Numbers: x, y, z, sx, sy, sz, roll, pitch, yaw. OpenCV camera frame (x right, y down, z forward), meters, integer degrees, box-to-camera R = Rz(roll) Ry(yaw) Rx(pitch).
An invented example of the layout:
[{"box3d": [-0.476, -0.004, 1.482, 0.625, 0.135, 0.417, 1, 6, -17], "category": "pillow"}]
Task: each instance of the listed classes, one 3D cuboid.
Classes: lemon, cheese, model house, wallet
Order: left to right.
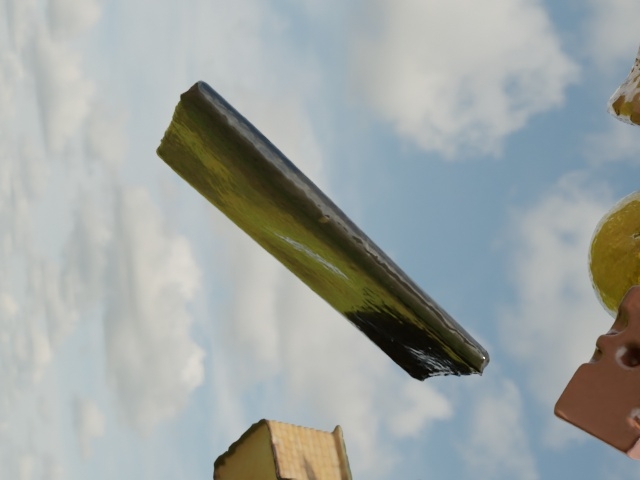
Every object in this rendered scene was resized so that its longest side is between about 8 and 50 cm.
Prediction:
[{"box3d": [-0.012, 0.313, 1.318, 0.166, 0.172, 0.183, -48, -137, 37], "category": "model house"}, {"box3d": [0.000, 0.000, 0.962, 0.321, 0.044, 0.170, 41, -19, -4], "category": "wallet"}, {"box3d": [0.393, 0.195, 1.463, 0.128, 0.177, 0.203, 29, -42, 33], "category": "cheese"}, {"box3d": [0.506, 0.030, 1.674, 0.236, 0.263, 0.236, -12, -103, 63], "category": "lemon"}]

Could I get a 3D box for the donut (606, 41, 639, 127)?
[{"box3d": [0.300, -0.087, 0.569, 0.303, 0.303, 0.110, -138, -127, -64], "category": "donut"}]
